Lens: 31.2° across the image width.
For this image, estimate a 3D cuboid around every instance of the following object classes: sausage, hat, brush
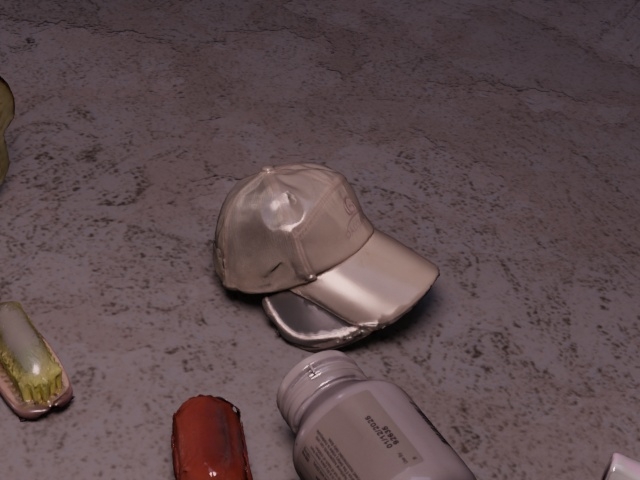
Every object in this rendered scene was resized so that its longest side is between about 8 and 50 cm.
[{"bbox_3d":[-0.108,0.209,1.123,0.076,0.076,0.141,-1,38,-15],"label":"sausage"},{"bbox_3d":[0.007,0.006,1.371,0.275,0.161,0.232,25,42,15],"label":"hat"},{"bbox_3d":[-0.356,0.075,1.257,0.072,0.067,0.313,-15,40,-30],"label":"brush"}]

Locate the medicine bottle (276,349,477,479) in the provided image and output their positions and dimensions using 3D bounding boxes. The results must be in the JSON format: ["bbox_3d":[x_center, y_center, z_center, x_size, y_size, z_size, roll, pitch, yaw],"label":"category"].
[{"bbox_3d":[0.046,0.207,1.109,0.135,0.135,0.215,-12,40,-29],"label":"medicine bottle"}]

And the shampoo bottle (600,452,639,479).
[{"bbox_3d":[0.334,0.262,1.162,0.099,0.072,0.043,18,35,10],"label":"shampoo bottle"}]

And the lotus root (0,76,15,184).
[{"bbox_3d":[-0.559,-0.155,1.388,0.346,0.250,0.250,23,37,21],"label":"lotus root"}]
